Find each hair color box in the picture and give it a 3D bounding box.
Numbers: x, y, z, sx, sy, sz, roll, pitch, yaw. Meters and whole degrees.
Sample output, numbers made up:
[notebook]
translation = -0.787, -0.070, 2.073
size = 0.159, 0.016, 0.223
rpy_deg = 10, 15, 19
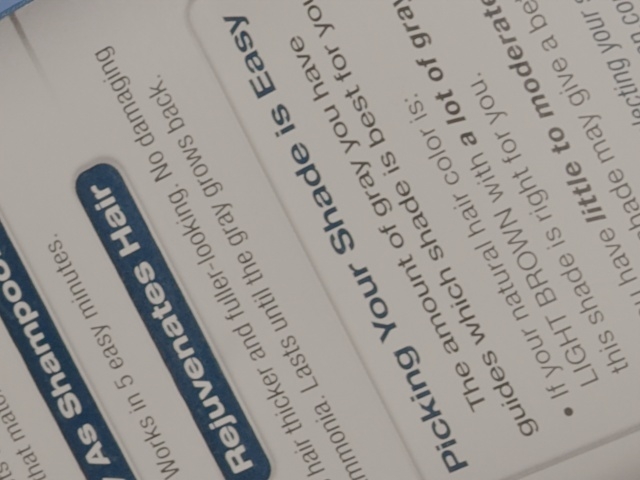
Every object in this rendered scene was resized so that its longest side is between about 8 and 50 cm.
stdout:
[hair color box]
translation = 0.000, 0.000, 0.480
size = 0.347, 0.174, 0.105
rpy_deg = -26, 3, 23
